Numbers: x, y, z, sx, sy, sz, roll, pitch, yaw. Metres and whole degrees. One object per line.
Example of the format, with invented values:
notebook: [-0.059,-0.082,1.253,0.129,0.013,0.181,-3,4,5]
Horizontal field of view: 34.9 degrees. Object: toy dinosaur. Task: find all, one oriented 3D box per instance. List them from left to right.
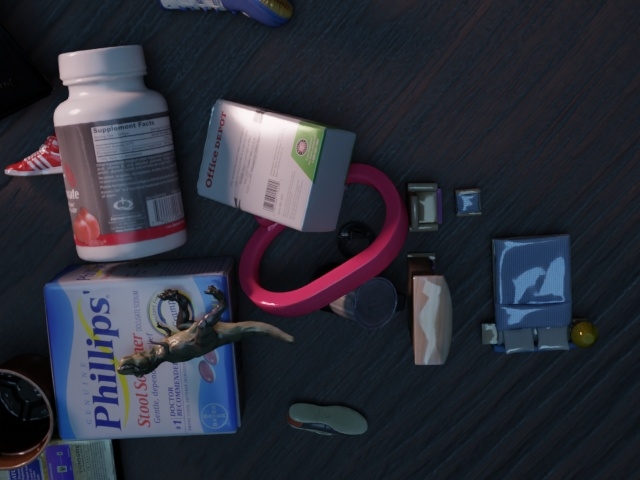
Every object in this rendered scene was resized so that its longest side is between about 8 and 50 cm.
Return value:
toy dinosaur: [-0.182,0.129,1.542,0.268,0.064,0.118,-13,106,1]

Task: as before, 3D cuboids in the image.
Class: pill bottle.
pill bottle: [-0.315,-0.137,1.586,0.177,0.176,0.318,-7,99,2]

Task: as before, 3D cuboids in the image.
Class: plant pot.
plant pot: [-0.497,0.267,1.666,0.167,0.165,0.166,0,99,1]

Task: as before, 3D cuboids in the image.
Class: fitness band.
fitness band: [0.000,0.000,1.601,0.291,0.209,0.054,-32,143,7]

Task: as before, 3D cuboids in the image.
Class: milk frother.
milk frother: [0.065,0.053,1.632,0.129,0.135,0.143,-15,107,-30]

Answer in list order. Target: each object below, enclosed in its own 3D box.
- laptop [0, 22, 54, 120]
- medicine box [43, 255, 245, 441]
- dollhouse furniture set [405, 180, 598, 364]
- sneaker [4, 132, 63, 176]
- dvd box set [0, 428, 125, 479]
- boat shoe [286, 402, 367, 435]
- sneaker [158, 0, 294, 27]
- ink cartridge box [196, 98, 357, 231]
laptop: [-0.667,-0.370,1.585,0.382,0.236,0.407,-22,71,20]
medicine box: [-0.277,0.173,1.654,0.290,0.149,0.263,-4,100,1]
dollhouse furniture set: [0.291,0.052,1.596,0.304,0.198,0.286,-2,100,1]
sneaker: [-0.456,-0.139,1.656,0.119,0.042,0.067,-6,104,-5]
dvd box set: [-0.542,0.485,1.758,0.421,0.062,0.307,-6,100,2]
boat shoe: [0.010,0.307,1.726,0.137,0.049,0.043,10,142,-3]
sneaker: [-0.185,-0.402,1.587,0.297,0.112,0.131,32,116,-3]
ink cartridge box: [-0.071,-0.118,1.577,0.220,0.093,0.160,20,102,34]
